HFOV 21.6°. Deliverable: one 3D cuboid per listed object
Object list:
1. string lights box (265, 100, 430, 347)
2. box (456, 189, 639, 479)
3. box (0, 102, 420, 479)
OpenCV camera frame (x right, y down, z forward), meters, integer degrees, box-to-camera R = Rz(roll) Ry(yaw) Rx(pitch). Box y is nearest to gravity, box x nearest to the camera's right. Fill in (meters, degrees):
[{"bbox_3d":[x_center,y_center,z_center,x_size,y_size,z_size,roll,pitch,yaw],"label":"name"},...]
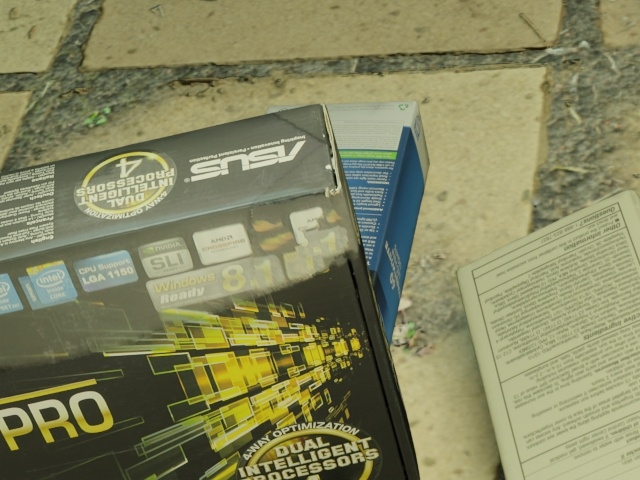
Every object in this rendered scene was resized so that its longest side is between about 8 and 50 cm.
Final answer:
[{"bbox_3d":[0.000,0.000,1.337,0.133,0.077,0.260,0,45,16],"label":"string lights box"},{"bbox_3d":[0.197,0.130,1.088,0.148,0.121,0.311,-24,41,16],"label":"box"},{"bbox_3d":[-0.151,0.089,1.111,0.394,0.318,0.097,-12,42,3],"label":"box"}]
